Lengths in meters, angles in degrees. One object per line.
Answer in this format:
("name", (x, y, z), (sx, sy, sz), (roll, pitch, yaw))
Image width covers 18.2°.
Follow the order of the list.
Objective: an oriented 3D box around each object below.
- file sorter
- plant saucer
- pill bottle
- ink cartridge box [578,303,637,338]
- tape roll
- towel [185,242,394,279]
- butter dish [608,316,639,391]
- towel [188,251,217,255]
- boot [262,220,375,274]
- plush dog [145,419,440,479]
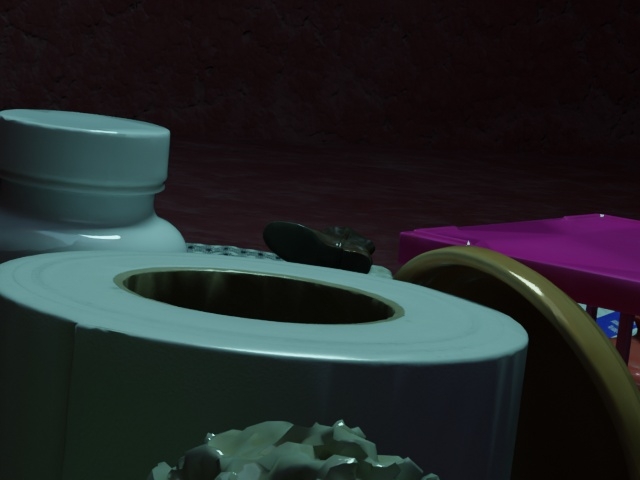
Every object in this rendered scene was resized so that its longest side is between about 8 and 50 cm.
("file sorter", (0.209, 0.100, 1.098), (0.290, 0.182, 0.202), (12, 11, 39))
("plant saucer", (0.101, 0.093, 0.994), (0.037, 0.200, 0.200), (-23, 23, -31))
("pill bottle", (-0.135, 0.046, 1.049), (0.124, 0.221, 0.124), (6, 7, -1))
("ink cartridge box", (0.289, 0.060, 1.585), (0.371, 0.069, 0.176), (-18, 9, -3))
("tape roll", (-0.036, 0.106, 0.902), (0.246, 0.169, 0.246), (7, 7, -1))
("towel", (-0.071, 0.038, 1.769), (0.312, 0.056, 0.324), (6, 7, -2))
("butter dish", (0.217, 0.102, 1.317), (0.160, 0.118, 0.160), (11, 9, 34))
("towel", (-0.091, 0.078, 1.369), (0.374, 0.090, 0.320), (8, 11, 9))
("boot", (0.000, 0.000, 1.837), (0.106, 0.037, 0.114), (22, 12, -3))
("plush dog", (0.003, 0.185, 0.332), (0.210, 0.262, 0.225), (-31, 9, -15))
